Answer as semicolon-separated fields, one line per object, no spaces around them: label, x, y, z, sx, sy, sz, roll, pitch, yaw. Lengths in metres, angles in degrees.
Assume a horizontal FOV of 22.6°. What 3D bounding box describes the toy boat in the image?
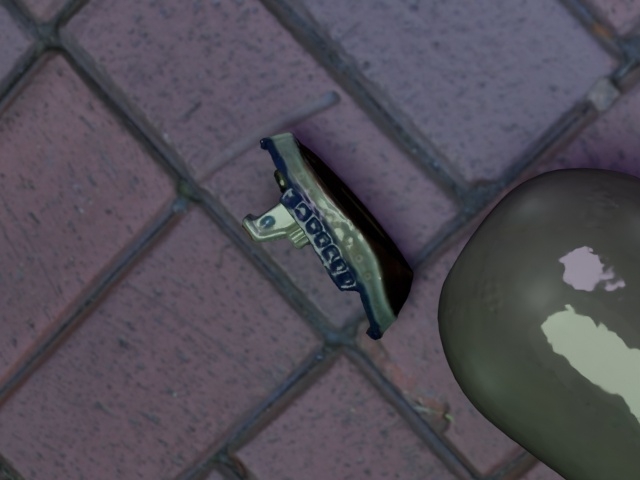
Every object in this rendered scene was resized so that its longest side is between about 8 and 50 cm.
toy boat;0.000;0.000;1.823;0.115;0.114;0.262;-40;93;14

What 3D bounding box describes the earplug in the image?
earplug;0.321;0.105;1.638;0.394;0.313;0.312;37;116;10
